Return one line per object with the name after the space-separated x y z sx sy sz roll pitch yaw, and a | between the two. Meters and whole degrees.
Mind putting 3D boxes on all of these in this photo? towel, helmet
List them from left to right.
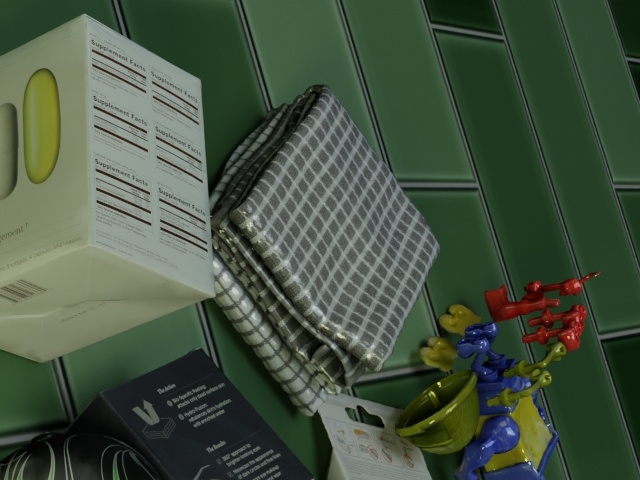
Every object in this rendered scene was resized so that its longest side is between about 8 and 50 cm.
-0.188 0.233 1.313 0.169 0.169 0.161 63 16 -10 | helmet
0.000 0.000 1.781 0.235 0.121 0.283 54 34 -19 | towel

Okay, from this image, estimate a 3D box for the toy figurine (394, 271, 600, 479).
0.228 0.205 1.958 0.217 0.191 0.362 70 23 -15 | toy figurine

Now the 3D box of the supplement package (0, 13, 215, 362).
-0.208 -0.037 1.411 0.149 0.194 0.203 27 49 -49 | supplement package

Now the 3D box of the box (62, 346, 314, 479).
-0.116 0.191 1.468 0.158 0.093 0.156 49 29 12 | box

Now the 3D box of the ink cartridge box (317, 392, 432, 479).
0.061 0.267 1.808 0.181 0.056 0.224 22 36 -51 | ink cartridge box
